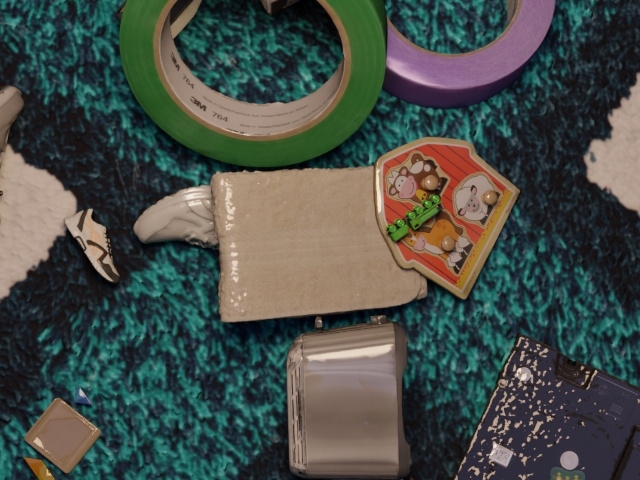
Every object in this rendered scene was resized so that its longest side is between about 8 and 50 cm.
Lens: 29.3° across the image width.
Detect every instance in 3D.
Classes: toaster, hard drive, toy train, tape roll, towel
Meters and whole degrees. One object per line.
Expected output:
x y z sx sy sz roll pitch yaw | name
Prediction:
0.034 0.204 1.486 0.147 0.129 0.226 -2 92 1 | toaster
0.276 0.314 1.474 0.237 0.064 0.338 24 78 9 | hard drive
0.118 -0.028 1.515 0.083 0.017 0.023 -34 105 -9 | toy train
-0.079 -0.240 1.485 0.321 0.321 0.077 8 39 -1 | tape roll
0.000 0.000 1.519 0.282 0.049 0.187 -3 86 -25 | towel
0.165 -0.317 1.611 0.275 0.090 0.274 0 80 -2 | tape roll

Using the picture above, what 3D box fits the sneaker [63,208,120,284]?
-0.282 0.006 1.556 0.044 0.040 0.109 -33 83 -10 | sneaker

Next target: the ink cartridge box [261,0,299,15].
-0.006 -0.484 1.561 0.304 0.072 0.307 -27 78 -7 | ink cartridge box

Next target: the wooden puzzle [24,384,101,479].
-0.322 0.244 1.524 0.078 0.014 0.116 45 81 2 | wooden puzzle

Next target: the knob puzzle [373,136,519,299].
0.150 -0.047 1.547 0.213 0.030 0.213 2 85 -23 | knob puzzle

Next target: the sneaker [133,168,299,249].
-0.117 -0.016 1.545 0.232 0.090 0.115 -13 84 -4 | sneaker

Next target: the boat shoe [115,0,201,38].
-0.173 -0.369 1.601 0.079 0.095 0.254 41 85 -36 | boat shoe

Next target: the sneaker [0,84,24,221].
-0.449 -0.068 1.552 0.115 0.105 0.281 36 73 -30 | sneaker
